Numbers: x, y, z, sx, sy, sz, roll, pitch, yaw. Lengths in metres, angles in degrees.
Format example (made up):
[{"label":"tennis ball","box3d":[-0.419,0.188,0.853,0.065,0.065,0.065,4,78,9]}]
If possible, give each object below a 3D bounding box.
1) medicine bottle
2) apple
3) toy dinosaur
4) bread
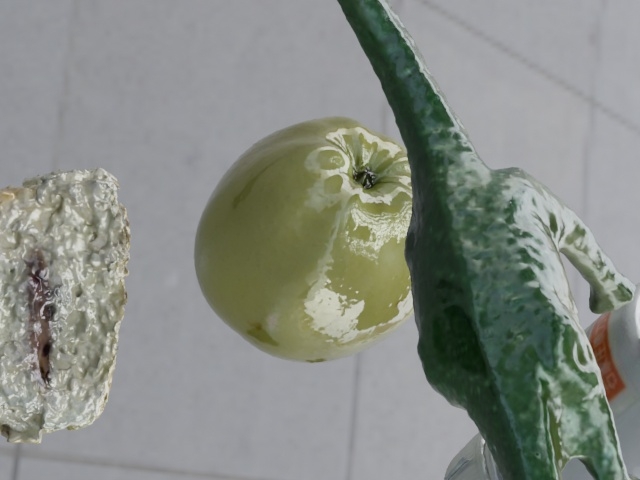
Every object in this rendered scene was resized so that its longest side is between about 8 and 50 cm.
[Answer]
[{"label":"medicine bottle","box3d":[0.208,0.147,1.463,0.144,0.252,0.144,22,42,-21]},{"label":"apple","box3d":[0.000,0.000,1.509,0.200,0.200,0.200,-6,97,-60]},{"label":"toy dinosaur","box3d":[0.060,-0.008,0.957,0.301,0.087,0.447,51,23,-33]},{"label":"bread","box3d":[-0.137,0.028,0.913,0.082,0.106,0.125,4,88,-22]}]
